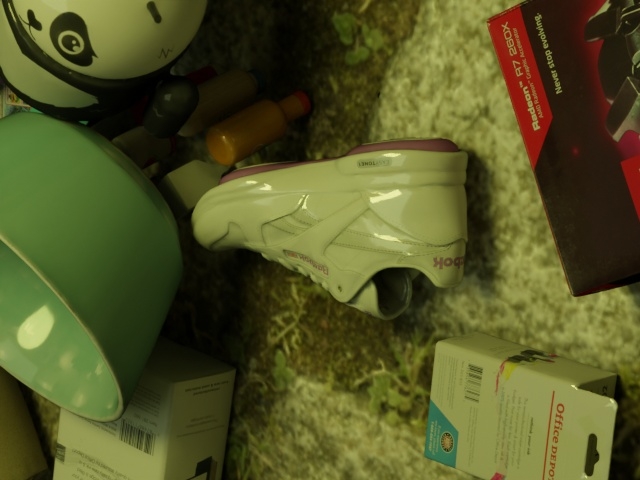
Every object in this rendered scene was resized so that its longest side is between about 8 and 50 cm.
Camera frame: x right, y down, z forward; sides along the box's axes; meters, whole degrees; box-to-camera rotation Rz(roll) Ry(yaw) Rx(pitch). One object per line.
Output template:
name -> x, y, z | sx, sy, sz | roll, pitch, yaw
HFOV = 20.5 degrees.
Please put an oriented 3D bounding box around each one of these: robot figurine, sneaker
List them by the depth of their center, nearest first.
robot figurine -> -0.198, -0.198, 1.521 | 0.278, 0.209, 0.174 | 153, 129, -70
sneaker -> 0.000, 0.000, 1.550 | 0.305, 0.114, 0.152 | -9, 89, 43

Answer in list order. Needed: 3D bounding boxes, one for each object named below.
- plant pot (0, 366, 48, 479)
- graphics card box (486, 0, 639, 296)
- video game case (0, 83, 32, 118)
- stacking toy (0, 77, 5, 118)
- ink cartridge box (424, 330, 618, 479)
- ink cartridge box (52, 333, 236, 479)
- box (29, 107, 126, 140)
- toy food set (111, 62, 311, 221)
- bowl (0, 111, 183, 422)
plant pot -> -0.427, 0.179, 1.904 | 0.274, 0.256, 0.256 | 50, 127, 7
graphics card box -> 0.308, -0.119, 1.267 | 0.371, 0.094, 0.233 | -22, 81, 41
video game case -> -0.316, -0.188, 1.880 | 0.143, 0.019, 0.157 | 10, 102, 41
stacking toy -> -0.377, -0.161, 1.884 | 0.221, 0.052, 0.167 | -24, 74, 53
ink cartridge box -> 0.176, 0.149, 1.445 | 0.181, 0.061, 0.104 | 16, 107, 41
ink cartridge box -> -0.180, 0.211, 1.759 | 0.160, 0.092, 0.219 | 21, 110, 39
box -> -0.274, -0.078, 1.792 | 0.060, 0.100, 0.244 | 38, 122, 6
toy food set -> -0.111, -0.099, 1.675 | 0.111, 0.104, 0.232 | 58, 148, 3
bowl -> -0.247, 0.003, 1.634 | 0.311, 0.163, 0.311 | 33, 153, 20
